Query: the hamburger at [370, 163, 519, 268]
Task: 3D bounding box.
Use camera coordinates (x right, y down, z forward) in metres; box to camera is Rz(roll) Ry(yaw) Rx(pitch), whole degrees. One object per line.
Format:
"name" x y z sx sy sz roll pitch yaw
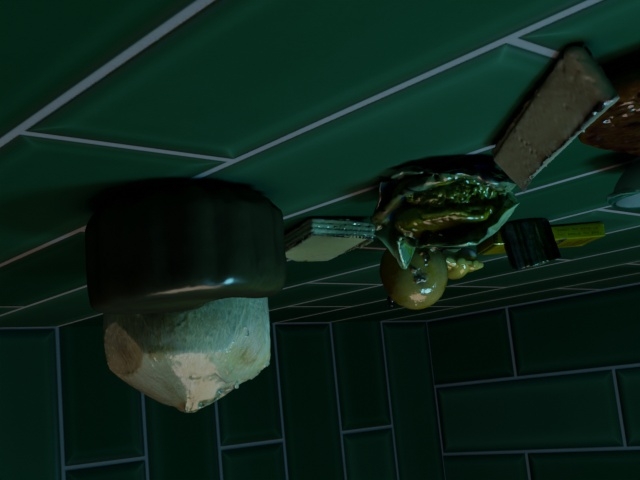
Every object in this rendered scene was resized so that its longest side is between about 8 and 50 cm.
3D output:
"hamburger" 0.219 -0.040 1.527 0.261 0.150 0.276 -7 169 -3

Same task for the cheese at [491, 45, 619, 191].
"cheese" 0.297 -0.149 1.182 0.034 0.085 0.400 -33 171 -9

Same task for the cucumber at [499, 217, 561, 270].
"cucumber" 0.478 0.004 2.032 0.116 0.115 0.062 -15 168 7

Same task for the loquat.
"loquat" 0.221 0.069 2.081 0.149 0.172 0.204 1 137 -30

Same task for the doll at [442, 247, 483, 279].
"doll" 0.328 0.068 2.347 0.117 0.086 0.291 4 170 -14

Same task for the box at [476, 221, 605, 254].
"box" 0.538 -0.005 2.199 0.279 0.041 0.153 -5 171 -6

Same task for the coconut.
"coconut" -0.268 0.171 1.834 0.346 0.360 0.346 -4 168 -1

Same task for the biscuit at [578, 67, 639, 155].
"biscuit" 0.491 -0.175 1.134 0.334 0.081 0.289 7 165 -37

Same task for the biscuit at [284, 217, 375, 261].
"biscuit" 0.000 0.000 1.896 0.150 0.052 0.252 3 166 -22

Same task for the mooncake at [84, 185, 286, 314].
"mooncake" -0.237 0.020 1.517 0.351 0.187 0.351 -5 174 -1

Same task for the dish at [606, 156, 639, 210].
"dish" 0.599 -0.114 1.519 0.224 0.078 0.246 -3 170 -17
